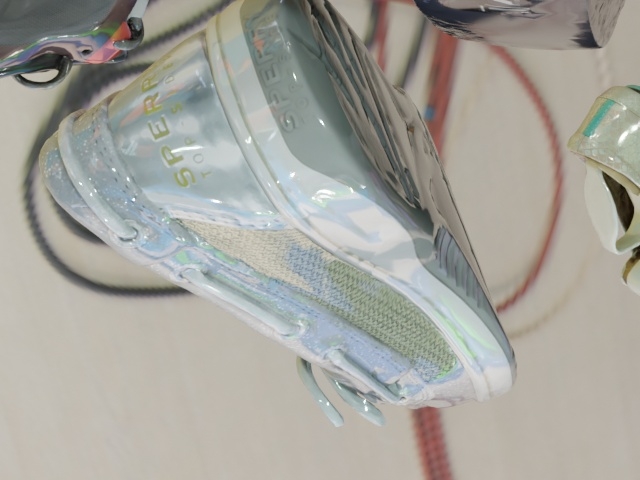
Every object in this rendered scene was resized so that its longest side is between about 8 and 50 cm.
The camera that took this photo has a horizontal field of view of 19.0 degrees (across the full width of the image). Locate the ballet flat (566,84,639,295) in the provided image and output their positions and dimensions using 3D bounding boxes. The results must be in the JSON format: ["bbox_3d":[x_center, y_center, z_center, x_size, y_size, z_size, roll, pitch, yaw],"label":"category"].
[{"bbox_3d":[0.158,-0.003,0.924,0.052,0.057,0.168,-45,127,-18],"label":"ballet flat"}]

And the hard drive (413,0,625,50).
[{"bbox_3d":[0.084,-0.136,0.569,0.254,0.054,0.172,-6,118,-80],"label":"hard drive"}]

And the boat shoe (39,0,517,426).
[{"bbox_3d":[0.000,0.002,0.744,0.103,0.118,0.320,-23,160,10],"label":"boat shoe"}]

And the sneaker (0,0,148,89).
[{"bbox_3d":[-0.064,-0.084,0.526,0.158,0.061,0.065,-36,118,10],"label":"sneaker"}]
